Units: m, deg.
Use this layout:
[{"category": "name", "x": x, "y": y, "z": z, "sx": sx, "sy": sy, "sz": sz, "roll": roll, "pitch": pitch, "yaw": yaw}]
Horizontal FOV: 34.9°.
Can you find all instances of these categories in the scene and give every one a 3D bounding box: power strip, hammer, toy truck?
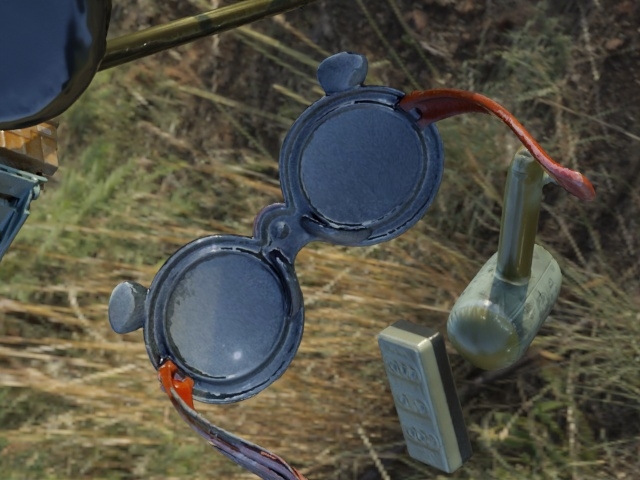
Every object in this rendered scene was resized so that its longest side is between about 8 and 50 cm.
[{"category": "power strip", "x": 0.171, "y": 0.259, "z": 1.651, "sx": 0.105, "sy": 0.070, "sz": 0.256, "roll": 13, "pitch": 127, "yaw": 53}, {"category": "hammer", "x": 0.249, "y": 0.006, "z": 1.291, "sx": 0.113, "sy": 0.202, "sz": 0.305, "roll": 18, "pitch": 129, "yaw": 21}, {"category": "toy truck", "x": -0.434, "y": 0.004, "z": 1.193, "sx": 0.338, "sy": 0.133, "sz": 0.184, "roll": -49, "pitch": 41, "yaw": 25}]

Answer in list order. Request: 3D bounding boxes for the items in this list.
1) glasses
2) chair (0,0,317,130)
[{"category": "glasses", "x": 0.000, "y": 0.000, "z": 0.518, "sx": 0.234, "sy": 0.118, "sz": 0.268, "roll": -47, "pitch": 9, "yaw": -6}, {"category": "chair", "x": -0.219, "y": -0.320, "z": 0.886, "sx": 0.362, "sy": 0.410, "sz": 0.364, "roll": 13, "pitch": 131, "yaw": 20}]
